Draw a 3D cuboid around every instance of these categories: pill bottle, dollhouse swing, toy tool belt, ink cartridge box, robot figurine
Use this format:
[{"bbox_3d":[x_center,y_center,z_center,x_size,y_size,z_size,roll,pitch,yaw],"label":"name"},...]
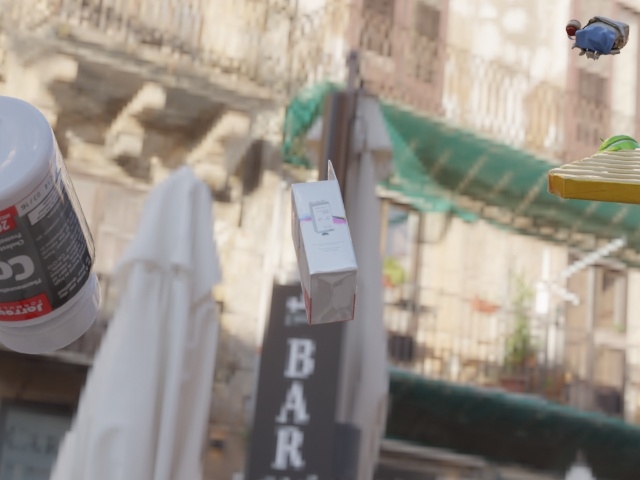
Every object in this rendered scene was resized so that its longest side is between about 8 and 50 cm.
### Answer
[{"bbox_3d":[-0.335,-0.008,1.617,0.161,0.161,0.283,2,-38,10],"label":"pill bottle"},{"bbox_3d":[0.496,-0.174,1.857,0.305,0.315,0.347,23,22,26],"label":"dollhouse swing"},{"bbox_3d":[0.334,-0.247,1.821,0.083,0.051,0.052,12,-45,25],"label":"toy tool belt"},{"bbox_3d":[0.000,0.000,2.008,0.067,0.198,0.115,-6,-39,-7],"label":"ink cartridge box"},{"bbox_3d":[0.440,-0.105,2.141,0.101,0.115,0.067,17,-54,-35],"label":"robot figurine"}]
